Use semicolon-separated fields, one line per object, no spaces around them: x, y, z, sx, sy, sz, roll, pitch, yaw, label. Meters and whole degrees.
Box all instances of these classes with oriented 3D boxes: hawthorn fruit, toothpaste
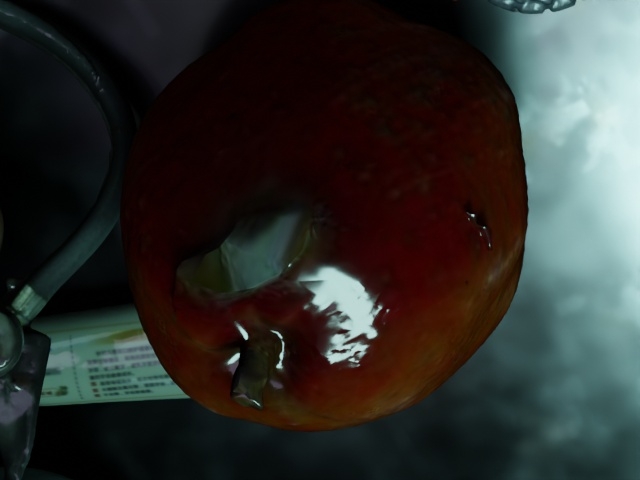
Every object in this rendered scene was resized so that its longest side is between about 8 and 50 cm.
0.000;0.000;0.671;0.185;0.202;0.185;8;125;12;hawthorn fruit
-0.107;0.060;0.814;0.255;0.037;0.067;-6;108;9;toothpaste

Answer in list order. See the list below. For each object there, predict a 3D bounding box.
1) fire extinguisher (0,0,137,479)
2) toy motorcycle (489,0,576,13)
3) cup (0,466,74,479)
-0.237;-0.058;0.721;0.376;0.113;0.200;39;99;-1;fire extinguisher
0.013;-0.210;0.635;0.171;0.089;0.298;-22;110;13;toy motorcycle
-0.233;0.227;0.776;0.274;0.259;0.357;-24;127;15;cup
